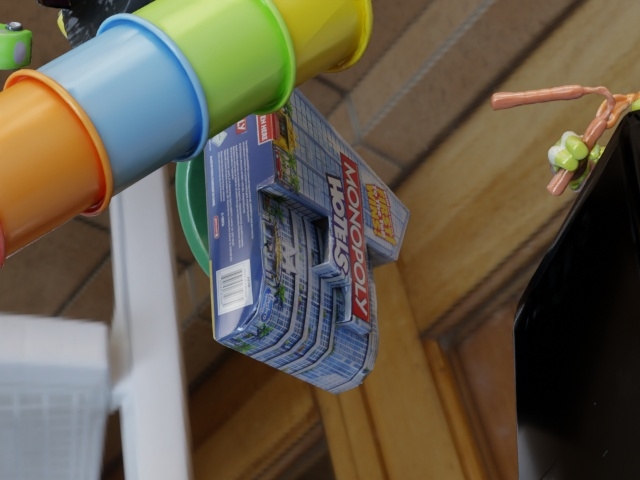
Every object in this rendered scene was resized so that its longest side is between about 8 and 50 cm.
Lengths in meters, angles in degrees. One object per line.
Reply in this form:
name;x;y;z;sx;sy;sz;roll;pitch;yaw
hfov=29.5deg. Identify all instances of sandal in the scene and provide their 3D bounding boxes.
sandal;-0.264;-0.308;1.249;0.107;0.446;0.168;15;109;-31

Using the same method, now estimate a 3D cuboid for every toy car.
toy car;-0.361;-0.232;1.546;0.225;0.053;0.239;15;118;10

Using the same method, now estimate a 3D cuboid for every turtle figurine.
turtle figurine;0.226;-0.019;0.844;0.269;0.087;0.217;-2;92;-26

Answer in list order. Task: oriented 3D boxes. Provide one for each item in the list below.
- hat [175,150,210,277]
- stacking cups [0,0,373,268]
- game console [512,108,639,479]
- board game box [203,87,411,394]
hat;-0.010;-0.056;1.079;0.173;0.209;0.183;-19;173;36
stacking cups;-0.110;-0.070;0.610;0.316;0.096;0.096;-34;148;-35
game console;0.149;-0.022;0.403;0.044;0.213;0.361;17;128;-7
board game box;0.000;0.000;0.857;0.060;0.194;0.194;-20;151;28
